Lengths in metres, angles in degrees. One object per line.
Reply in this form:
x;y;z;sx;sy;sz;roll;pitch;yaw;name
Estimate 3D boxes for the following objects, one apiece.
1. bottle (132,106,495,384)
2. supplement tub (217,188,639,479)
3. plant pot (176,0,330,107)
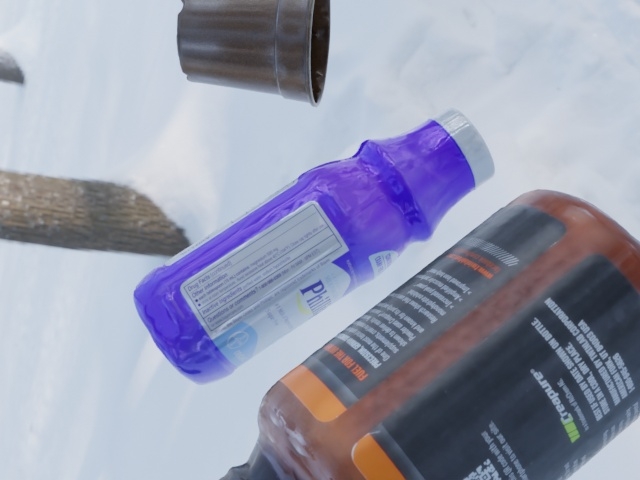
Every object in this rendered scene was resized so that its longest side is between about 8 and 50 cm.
0.000;0.000;0.642;0.092;0.283;0.118;56;175;16;bottle
0.048;0.072;0.347;0.106;0.198;0.106;51;168;15;supplement tub
-0.080;-0.251;1.025;0.167;0.165;0.166;4;-90;-83;plant pot
